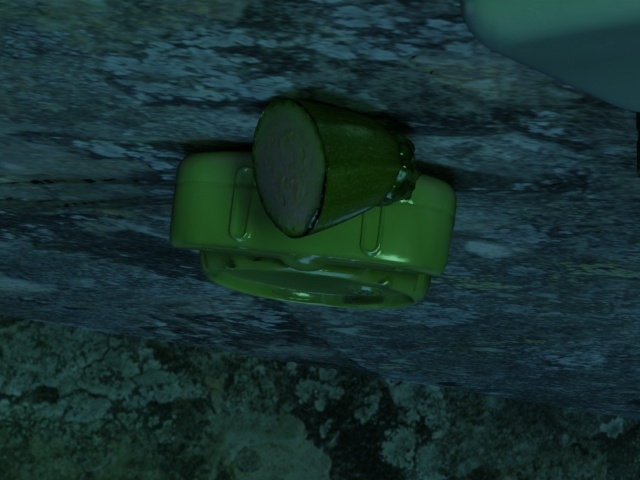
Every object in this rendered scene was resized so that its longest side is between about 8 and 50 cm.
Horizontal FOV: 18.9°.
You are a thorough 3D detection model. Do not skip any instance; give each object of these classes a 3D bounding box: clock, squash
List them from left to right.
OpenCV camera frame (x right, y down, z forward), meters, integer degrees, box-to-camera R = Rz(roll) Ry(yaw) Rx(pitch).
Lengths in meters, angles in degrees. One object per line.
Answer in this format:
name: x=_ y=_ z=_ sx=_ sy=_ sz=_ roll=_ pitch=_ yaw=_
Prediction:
clock: x=0.000 y=0.000 z=1.687 sx=0.235 sy=0.096 sz=0.308 roll=5 pitch=171 yaw=5
squash: x=0.030 y=-0.057 z=1.425 sx=0.132 sy=0.105 sz=0.105 roll=-5 pitch=177 yaw=-31

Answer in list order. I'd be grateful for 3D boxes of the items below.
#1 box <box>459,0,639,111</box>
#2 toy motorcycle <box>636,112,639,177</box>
box: x=0.197 y=-0.130 z=0.846 sx=0.336 sy=0.106 sz=0.264 roll=-5 pitch=165 yaw=43
toy motorcycle: x=0.263 y=0.019 z=1.188 sx=0.091 sy=0.263 sz=0.157 roll=12 pitch=161 yaw=-27
